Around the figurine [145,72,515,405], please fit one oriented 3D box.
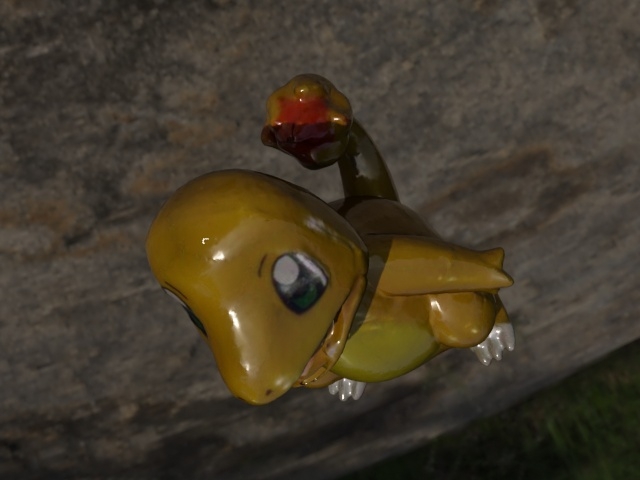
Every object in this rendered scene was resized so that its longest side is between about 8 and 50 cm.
[{"bbox_3d":[-0.001,-0.004,0.450,0.121,0.122,0.176,-15,170,23],"label":"figurine"}]
